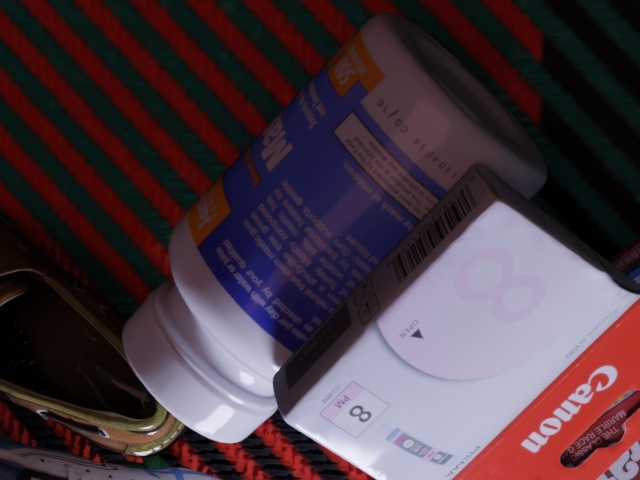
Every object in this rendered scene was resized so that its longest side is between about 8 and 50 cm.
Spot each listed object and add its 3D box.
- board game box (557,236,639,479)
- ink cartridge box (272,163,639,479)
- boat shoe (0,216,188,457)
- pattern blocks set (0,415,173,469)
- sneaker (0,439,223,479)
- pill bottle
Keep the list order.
[{"bbox_3d":[0.194,0.100,1.054,0.281,0.027,0.145,-39,90,17],"label":"board game box"},{"bbox_3d":[0.118,0.086,0.972,0.232,0.066,0.189,36,108,-21],"label":"ink cartridge box"},{"bbox_3d":[-0.221,0.042,1.095,0.307,0.104,0.110,27,83,6],"label":"boat shoe"},{"bbox_3d":[-0.249,0.239,1.138,0.325,0.026,0.285,-38,85,-3],"label":"pattern blocks set"},{"bbox_3d":[-0.163,0.185,1.088,0.237,0.086,0.085,7,82,0],"label":"sneaker"},{"bbox_3d":[0.000,0.000,1.021,0.152,0.152,0.272,46,106,3],"label":"pill bottle"}]
